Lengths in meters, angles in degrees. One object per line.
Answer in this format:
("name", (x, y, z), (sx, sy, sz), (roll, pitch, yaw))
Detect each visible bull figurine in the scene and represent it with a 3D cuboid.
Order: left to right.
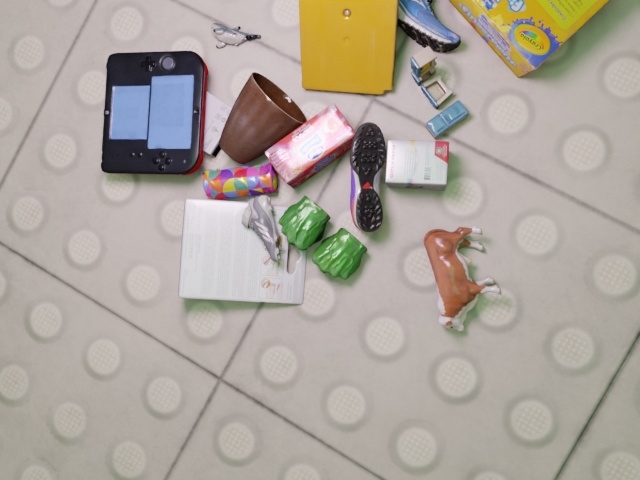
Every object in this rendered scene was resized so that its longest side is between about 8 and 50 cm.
("bull figurine", (0.404, 0.107, 1.742), (0.189, 0.101, 0.310), (-16, 87, 5))

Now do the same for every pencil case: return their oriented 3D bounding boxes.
("pencil case", (-0.251, -0.187, 1.868), (0.237, 0.104, 0.104), (-3, 87, 9))

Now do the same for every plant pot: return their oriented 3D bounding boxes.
("plant pot", (-0.198, -0.350, 1.827), (0.230, 0.215, 0.215), (-44, 81, 19))

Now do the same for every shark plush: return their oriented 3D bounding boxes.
("shark plush", (-0.274, -0.666, 1.917), (0.161, 0.073, 0.067), (1, 57, 14))

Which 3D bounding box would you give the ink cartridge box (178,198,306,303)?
("ink cartridge box", (-0.239, 0.036, 1.882), (0.385, 0.091, 0.307), (4, 88, -7))

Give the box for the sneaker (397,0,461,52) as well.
("sneaker", (0.292, -0.690, 1.782), (0.330, 0.130, 0.147), (42, 97, 9))

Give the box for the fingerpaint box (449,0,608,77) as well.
("fingerpaint box", (0.566, -0.754, 1.682), (0.371, 0.163, 0.445), (-44, 94, 5))

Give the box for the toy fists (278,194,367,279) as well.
("toy fists", (0.000, 0.000, 1.814), (0.279, 0.096, 0.142), (41, 83, 2))

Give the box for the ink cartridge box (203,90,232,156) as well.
("ink cartridge box", (-0.431, -0.424, 1.926), (0.333, 0.065, 0.165), (35, 94, 8))

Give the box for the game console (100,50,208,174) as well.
("game console", (-0.523, -0.397, 1.880), (0.342, 0.060, 0.386), (3, 88, 9))

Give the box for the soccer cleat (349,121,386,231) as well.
("soccer cleat", (0.127, -0.185, 1.771), (0.109, 0.116, 0.318), (-3, 96, -14))

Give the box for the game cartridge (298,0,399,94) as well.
("game cartridge", (0.080, -0.594, 1.763), (0.286, 0.052, 0.323), (7, 129, 10))

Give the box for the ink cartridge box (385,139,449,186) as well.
("ink cartridge box", (0.283, -0.219, 1.761), (0.176, 0.127, 0.128), (4, 88, 10))

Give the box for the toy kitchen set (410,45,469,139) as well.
("toy kitchen set", (0.324, -0.425, 1.744), (0.122, 0.166, 0.207), (-36, 82, 6))

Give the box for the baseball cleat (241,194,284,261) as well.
("baseball cleat", (-0.178, -0.031, 1.821), (0.110, 0.072, 0.205), (-11, 84, 7))

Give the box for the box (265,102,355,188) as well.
("box", (-0.022, -0.281, 1.817), (0.257, 0.128, 0.122), (-35, 82, 6))
